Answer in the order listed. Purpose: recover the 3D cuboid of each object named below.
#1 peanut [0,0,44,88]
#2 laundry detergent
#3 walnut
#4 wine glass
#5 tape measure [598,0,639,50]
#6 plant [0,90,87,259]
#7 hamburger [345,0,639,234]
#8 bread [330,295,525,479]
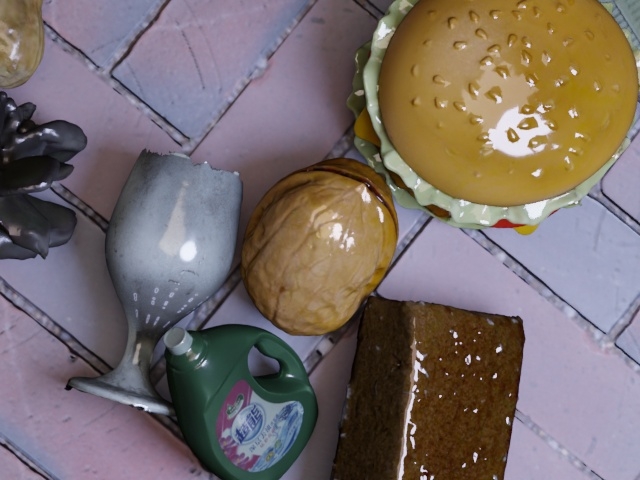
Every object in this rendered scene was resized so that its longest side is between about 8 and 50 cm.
[{"bbox_3d":[-0.300,-0.240,1.861,0.089,0.089,0.193,7,82,-7],"label":"peanut"},{"bbox_3d":[-0.081,0.136,1.814,0.137,0.063,0.211,-50,136,-15],"label":"laundry detergent"},{"bbox_3d":[0.000,0.000,1.844,0.144,0.144,0.180,28,124,-5],"label":"walnut"},{"bbox_3d":[-0.152,0.040,1.841,0.126,0.126,0.241,16,88,-6],"label":"wine glass"},{"bbox_3d":[0.387,-0.231,1.908,0.207,0.115,0.235,-31,88,-25],"label":"tape measure"},{"bbox_3d":[-0.360,-0.057,1.793,0.276,0.199,0.188,14,91,-2],"label":"plant"},{"bbox_3d":[0.168,-0.140,1.844,0.274,0.212,0.274,0,86,-7],"label":"hamburger"},{"bbox_3d":[0.084,0.261,1.840,0.165,0.113,0.416,16,82,-41],"label":"bread"}]
